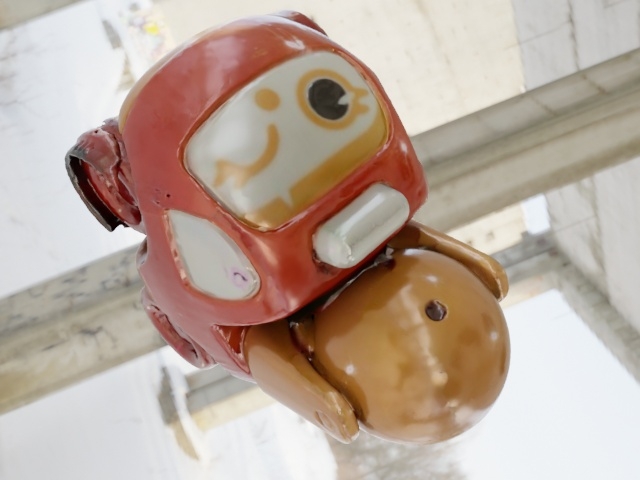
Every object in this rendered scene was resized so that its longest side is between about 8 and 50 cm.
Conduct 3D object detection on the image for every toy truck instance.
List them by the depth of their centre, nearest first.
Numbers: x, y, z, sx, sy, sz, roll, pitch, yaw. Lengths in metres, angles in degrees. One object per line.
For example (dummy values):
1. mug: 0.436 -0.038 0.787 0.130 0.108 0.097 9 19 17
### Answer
1. toy truck: 0.000 0.000 0.580 0.239 0.189 0.264 25 -35 44
